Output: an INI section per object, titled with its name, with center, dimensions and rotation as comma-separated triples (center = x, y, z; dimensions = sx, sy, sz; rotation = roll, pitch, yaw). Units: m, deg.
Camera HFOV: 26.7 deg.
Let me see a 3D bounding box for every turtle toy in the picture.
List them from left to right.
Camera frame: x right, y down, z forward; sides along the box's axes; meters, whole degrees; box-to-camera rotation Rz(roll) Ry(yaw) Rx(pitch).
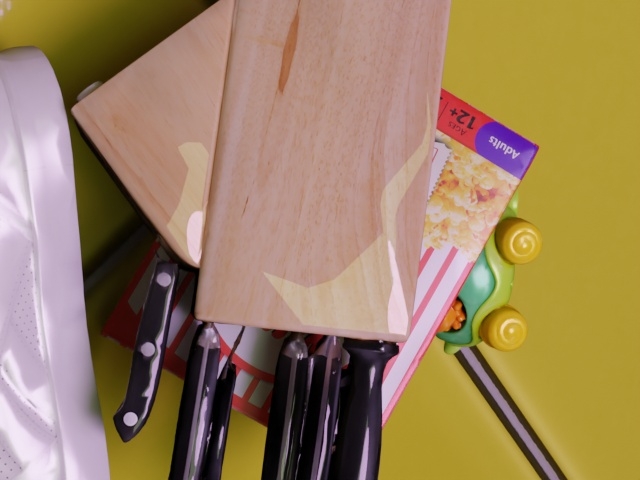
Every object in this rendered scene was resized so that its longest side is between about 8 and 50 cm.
[turtle toy]
center = 0.078, 0.001, 0.759
dimensions = 0.066, 0.095, 0.130
rotation = 5, 99, -14

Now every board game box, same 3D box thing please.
[board game box]
center = 0.000, 0.000, 0.686
dimensions = 0.147, 0.045, 0.193
rotation = 30, 84, -5

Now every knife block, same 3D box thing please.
[knife block]
center = 0.010, 0.001, 0.620
dimensions = 0.276, 0.088, 0.242
rotation = -38, 93, -7

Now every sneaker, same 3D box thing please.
[sneaker]
center = -0.188, 0.069, 0.588
dimensions = 0.169, 0.108, 0.292
rotation = -10, 98, -30
